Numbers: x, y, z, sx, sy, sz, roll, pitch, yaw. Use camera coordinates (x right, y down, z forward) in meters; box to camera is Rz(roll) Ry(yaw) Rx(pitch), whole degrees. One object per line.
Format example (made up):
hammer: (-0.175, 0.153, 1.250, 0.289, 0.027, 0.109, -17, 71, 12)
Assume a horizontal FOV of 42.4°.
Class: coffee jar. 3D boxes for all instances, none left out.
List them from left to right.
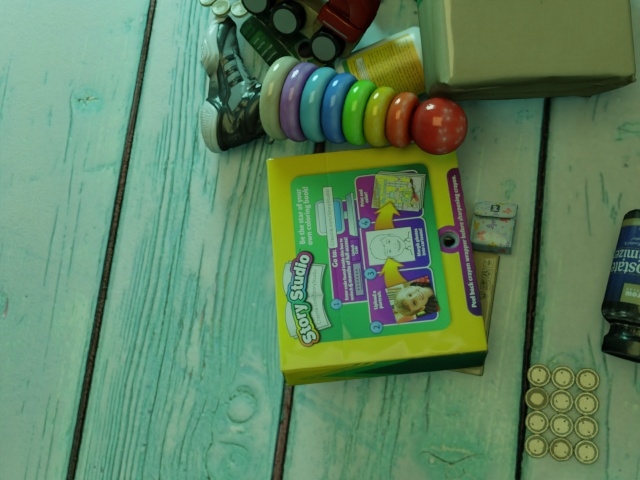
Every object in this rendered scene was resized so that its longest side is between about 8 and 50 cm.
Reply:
coffee jar: (-0.054, -0.335, 1.481, 0.184, 0.096, 0.079, 52, 141, -4)

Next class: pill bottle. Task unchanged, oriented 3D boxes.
pill bottle: (0.140, -0.298, 1.429, 0.208, 0.117, 0.117, -21, 73, 12)
pill bottle: (0.493, 0.072, 1.234, 0.123, 0.123, 0.219, 13, 82, 20)

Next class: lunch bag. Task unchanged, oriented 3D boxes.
lunch bag: (0.285, -0.026, 1.359, 0.071, 0.053, 0.083, 8, 72, 17)

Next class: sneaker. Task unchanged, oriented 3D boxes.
sneaker: (-0.136, -0.293, 1.530, 0.153, 0.101, 0.268, -1, 78, 11)

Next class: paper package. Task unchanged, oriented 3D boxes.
paper package: (0.308, -0.389, 1.292, 0.310, 0.168, 0.324, -4, 89, -7)

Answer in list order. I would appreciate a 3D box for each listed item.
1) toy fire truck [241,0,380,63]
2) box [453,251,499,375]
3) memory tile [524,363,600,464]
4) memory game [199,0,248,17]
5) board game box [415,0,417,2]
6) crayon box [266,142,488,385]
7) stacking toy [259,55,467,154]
toy fire truck: (0.018, -0.459, 1.364, 0.217, 0.158, 0.246, 35, 133, -1)
box: (0.201, 0.112, 1.371, 0.165, 0.021, 0.201, 7, 81, 19)
memory tile: (0.376, 0.269, 1.286, 0.113, 0.012, 0.148, 1, 79, 18)
memory game: (-0.147, -0.492, 1.550, 0.186, 0.012, 0.186, -6, 65, 12)
board game box: (0.342, -0.501, 1.450, 0.347, 0.056, 0.208, -43, 74, 4)
crayon box: (0.082, 0.032, 1.326, 0.313, 0.106, 0.362, -6, 68, 4)
stacking toy: (0.075, -0.207, 1.327, 0.330, 0.141, 0.141, 12, 82, 20)
